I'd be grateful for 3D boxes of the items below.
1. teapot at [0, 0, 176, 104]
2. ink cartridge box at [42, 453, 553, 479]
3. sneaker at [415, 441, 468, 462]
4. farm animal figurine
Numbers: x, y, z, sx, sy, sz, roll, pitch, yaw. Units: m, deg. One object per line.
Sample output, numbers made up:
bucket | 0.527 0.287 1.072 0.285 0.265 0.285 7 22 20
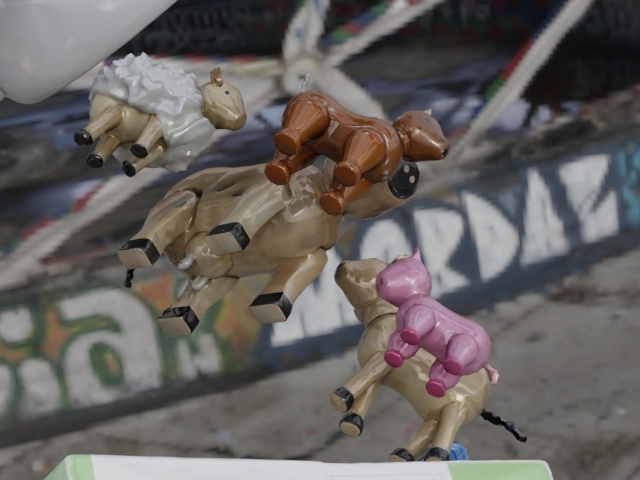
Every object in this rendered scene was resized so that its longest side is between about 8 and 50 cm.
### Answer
teapot | -0.235 -0.250 1.302 0.252 0.187 0.256 -27 20 34
ink cartridge box | 0.010 0.169 0.584 0.235 0.171 0.056 7 -36 -34
sneaker | 0.048 0.207 1.233 0.188 0.067 0.078 -21 28 -33
farm animal figurine | 0.000 0.000 1.171 0.327 0.330 0.172 8 40 28
